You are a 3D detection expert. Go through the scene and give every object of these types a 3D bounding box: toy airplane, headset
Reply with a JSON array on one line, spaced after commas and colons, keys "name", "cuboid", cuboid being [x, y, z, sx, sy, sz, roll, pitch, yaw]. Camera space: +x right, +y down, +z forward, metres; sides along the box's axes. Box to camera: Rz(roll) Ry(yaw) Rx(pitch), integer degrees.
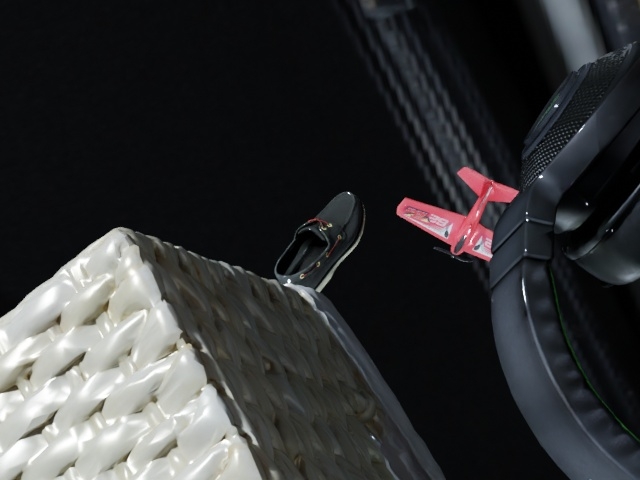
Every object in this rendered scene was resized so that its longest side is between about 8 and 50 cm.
[{"name": "toy airplane", "cuboid": [0.153, -0.023, 1.410, 0.151, 0.151, 0.028, 45, -127, -24]}, {"name": "headset", "cuboid": [0.216, -0.019, 0.780, 0.244, 0.185, 0.394, 16, -115, -9]}]

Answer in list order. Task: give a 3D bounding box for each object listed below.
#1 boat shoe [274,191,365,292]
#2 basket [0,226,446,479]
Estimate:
[{"name": "boat shoe", "cuboid": [0.002, 0.000, 1.334, 0.133, 0.049, 0.042, -56, -42, -30]}, {"name": "basket", "cuboid": [-0.094, 0.218, 0.840, 0.328, 0.331, 0.266, 58, -167, 26]}]
